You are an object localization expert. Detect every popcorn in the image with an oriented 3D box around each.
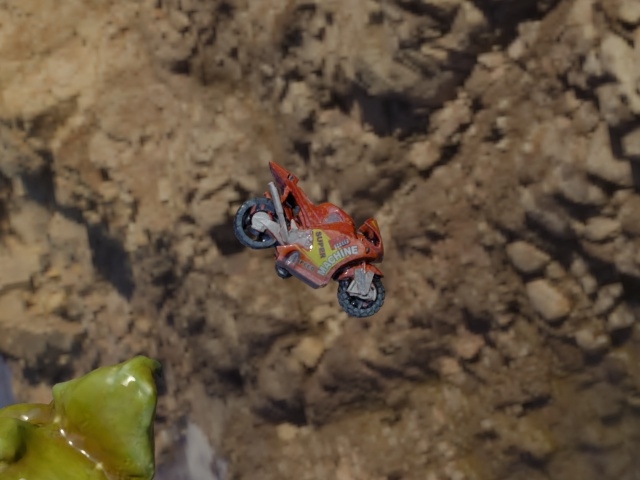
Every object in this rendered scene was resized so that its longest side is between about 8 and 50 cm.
[{"bbox_3d":[-0.259,0.306,1.339,0.321,0.325,0.290,-47,24,51],"label":"popcorn"}]

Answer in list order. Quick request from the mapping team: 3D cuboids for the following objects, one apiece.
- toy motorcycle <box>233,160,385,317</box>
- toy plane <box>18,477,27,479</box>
[{"bbox_3d":[-0.001,0.001,2.137,0.298,0.171,0.089,34,172,-2],"label":"toy motorcycle"},{"bbox_3d":[-0.232,0.327,0.859,0.204,0.103,0.316,140,152,-69],"label":"toy plane"}]
